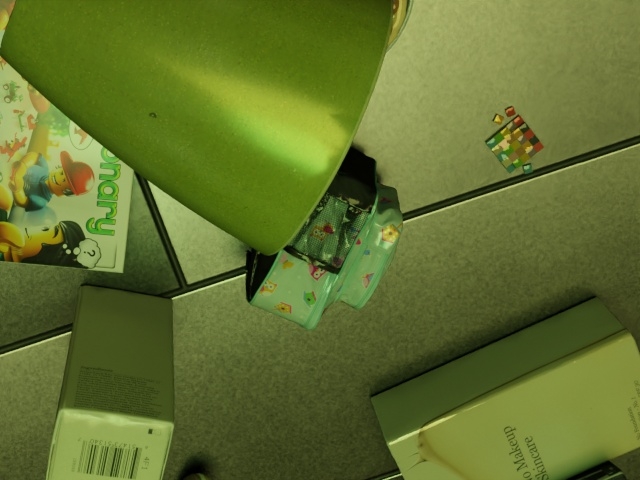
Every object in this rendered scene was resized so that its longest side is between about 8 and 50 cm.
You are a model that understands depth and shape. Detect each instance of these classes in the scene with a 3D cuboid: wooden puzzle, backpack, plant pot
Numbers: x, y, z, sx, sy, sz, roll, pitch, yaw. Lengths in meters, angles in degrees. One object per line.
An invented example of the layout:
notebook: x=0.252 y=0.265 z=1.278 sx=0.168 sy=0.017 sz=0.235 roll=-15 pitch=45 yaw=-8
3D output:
wooden puzzle: x=0.221 y=-0.110 z=1.199 sx=0.049 sy=0.006 sz=0.083 roll=-39 pitch=111 yaw=8
backpack: x=0.000 y=0.000 z=1.128 sx=0.144 sy=0.166 sz=0.188 roll=30 pitch=108 yaw=-13
plant pot: x=-0.128 y=-0.167 z=0.964 sx=0.293 sy=0.275 sz=0.275 roll=23 pitch=107 yaw=-15

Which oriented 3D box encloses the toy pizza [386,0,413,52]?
toy pizza: x=0.002 y=-0.262 z=1.094 sx=0.201 sy=0.032 sz=0.201 roll=-3 pitch=112 yaw=-7

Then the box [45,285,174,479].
box: x=-0.214 y=0.150 z=1.096 sx=0.113 sy=0.275 sz=0.094 roll=11 pitch=110 yaw=-11

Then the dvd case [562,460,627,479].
dvd case: x=0.246 y=0.325 z=1.288 sx=0.238 sy=0.179 sz=0.030 roll=-25 pitch=87 yaw=2

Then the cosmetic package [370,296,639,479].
cosmetic package: x=0.236 y=0.212 z=1.274 sx=0.309 sy=0.113 sz=0.160 roll=-26 pitch=113 yaw=2

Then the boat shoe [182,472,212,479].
boat shoe: x=-0.157 y=0.367 z=1.312 sx=0.072 sy=0.068 sz=0.190 roll=10 pitch=120 yaw=-24

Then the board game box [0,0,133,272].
board game box: x=-0.287 y=-0.121 z=1.099 sx=0.192 sy=0.053 sz=0.305 roll=5 pitch=111 yaw=-11
